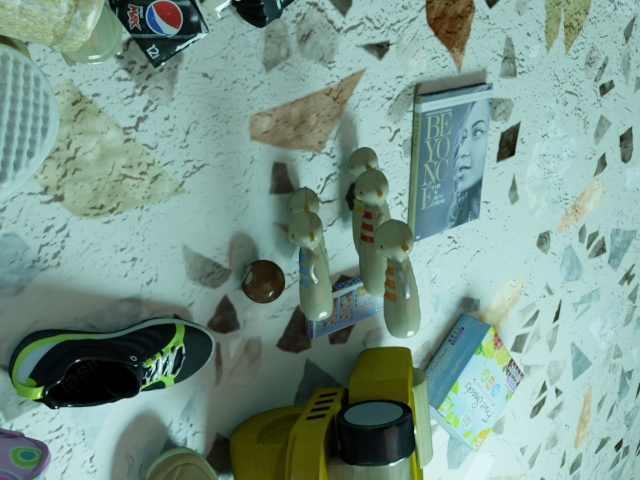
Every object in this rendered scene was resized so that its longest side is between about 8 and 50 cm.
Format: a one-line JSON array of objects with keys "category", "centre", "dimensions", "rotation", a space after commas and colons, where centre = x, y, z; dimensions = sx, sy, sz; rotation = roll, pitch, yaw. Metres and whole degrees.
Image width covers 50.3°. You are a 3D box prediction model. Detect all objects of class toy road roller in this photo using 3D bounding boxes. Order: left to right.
[{"category": "toy road roller", "centre": [0.022, 0.285, 0.929], "dimensions": [0.329, 0.240, 0.202], "rotation": [-36, 121, -74]}]

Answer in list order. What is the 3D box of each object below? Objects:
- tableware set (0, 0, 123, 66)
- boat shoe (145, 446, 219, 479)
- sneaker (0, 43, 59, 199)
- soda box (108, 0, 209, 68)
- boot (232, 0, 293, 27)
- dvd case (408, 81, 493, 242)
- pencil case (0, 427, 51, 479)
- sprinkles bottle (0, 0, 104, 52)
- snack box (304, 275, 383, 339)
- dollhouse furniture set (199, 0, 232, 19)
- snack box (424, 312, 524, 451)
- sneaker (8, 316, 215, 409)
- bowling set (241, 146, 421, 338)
[{"category": "tableware set", "centre": [-0.252, -0.200, 0.571], "dimensions": [0.169, 0.020, 0.141], "rotation": [-33, 124, -25]}, {"category": "boat shoe", "centre": [-0.159, 0.366, 0.863], "dimensions": [0.104, 0.089, 0.285], "rotation": [-13, 116, -11]}, {"category": "sneaker", "centre": [-0.360, -0.053, 0.455], "dimensions": [0.366, 0.150, 0.135], "rotation": [-36, 127, -46]}, {"category": "soda box", "centre": [-0.141, -0.211, 0.563], "dimensions": [0.053, 0.169, 0.060], "rotation": [-31, 132, 3]}, {"category": "boot", "centre": [-0.034, -0.360, 0.655], "dimensions": [0.207, 0.094, 0.246], "rotation": [-45, 139, -16]}, {"category": "dvd case", "centre": [0.197, -0.119, 1.032], "dimensions": [0.164, 0.018, 0.221], "rotation": [-18, 119, -37]}, {"category": "pencil case", "centre": [-0.330, 0.323, 0.652], "dimensions": [0.124, 0.124, 0.284], "rotation": [-4, 111, -42]}, {"category": "sprinkles bottle", "centre": [-0.318, -0.213, 0.417], "dimensions": [0.355, 0.121, 0.121], "rotation": [3, 105, -40]}, {"category": "snack box", "centre": [0.052, 0.085, 0.977], "dimensions": [0.178, 0.022, 0.064], "rotation": [-16, 118, -38]}, {"category": "dollhouse furniture set", "centre": [-0.052, -0.249, 0.586], "dimensions": [0.114, 0.091, 0.081], "rotation": [-38, 152, 22]}, {"category": "snack box", "centre": [0.267, 0.258, 1.219], "dimensions": [0.174, 0.070, 0.207], "rotation": [-53, 133, -14]}, {"category": "sneaker", "centre": [-0.200, 0.139, 0.707], "dimensions": [0.235, 0.097, 0.084], "rotation": [-2, 108, -43]}, {"category": "bowling set", "centre": [0.000, 0.000, 0.790], "dimensions": [0.200, 0.287, 0.154], "rotation": [-9, 110, -4]}]
